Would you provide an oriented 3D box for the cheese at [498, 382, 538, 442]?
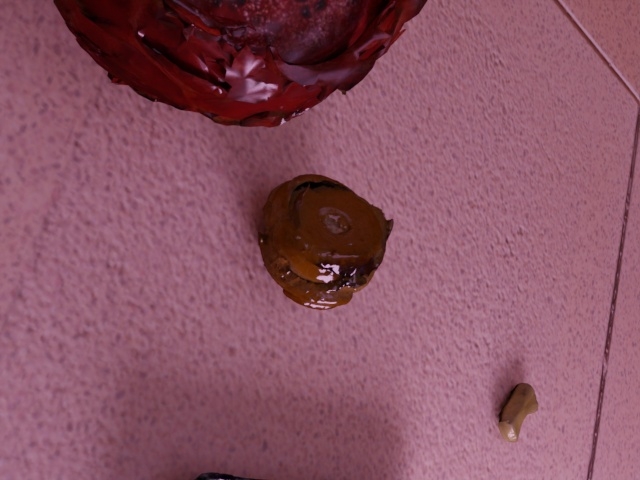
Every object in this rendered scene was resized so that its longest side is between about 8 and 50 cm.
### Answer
[{"bbox_3d":[0.242,0.213,1.096,0.044,0.030,0.083,57,43,-16],"label":"cheese"}]

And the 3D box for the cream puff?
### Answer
[{"bbox_3d":[0.000,0.000,0.822,0.119,0.104,0.133,46,39,8],"label":"cream puff"}]

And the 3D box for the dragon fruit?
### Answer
[{"bbox_3d":[-0.069,-0.229,0.646,0.296,0.302,0.295,-2,93,-44],"label":"dragon fruit"}]

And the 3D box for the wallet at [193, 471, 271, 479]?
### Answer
[{"bbox_3d":[-0.005,0.338,0.794,0.342,0.075,0.237,20,72,-41],"label":"wallet"}]
